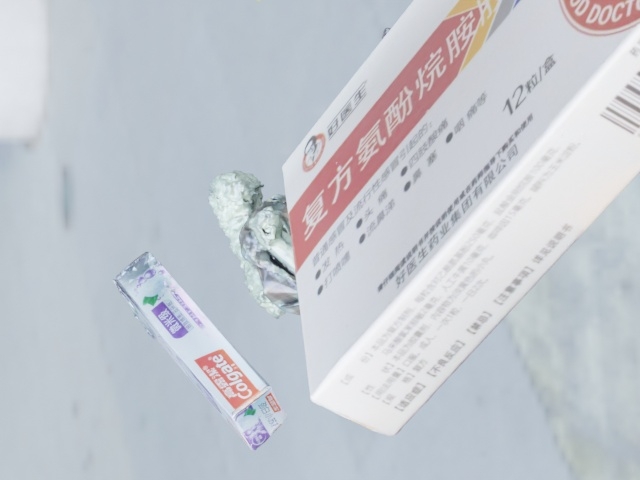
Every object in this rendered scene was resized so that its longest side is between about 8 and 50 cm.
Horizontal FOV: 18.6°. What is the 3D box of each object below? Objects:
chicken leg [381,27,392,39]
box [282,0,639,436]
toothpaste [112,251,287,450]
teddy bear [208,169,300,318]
[{"bbox_3d":[0.122,-0.203,1.783,0.037,0.145,0.062,35,157,53],"label":"chicken leg"},{"bbox_3d":[0.104,-0.085,1.058,0.353,0.069,0.214,-49,29,28],"label":"box"},{"bbox_3d":[-0.093,0.081,1.475,0.196,0.040,0.047,44,167,44],"label":"toothpaste"},{"bbox_3d":[-0.012,0.017,1.651,0.213,0.133,0.111,19,88,43],"label":"teddy bear"}]
